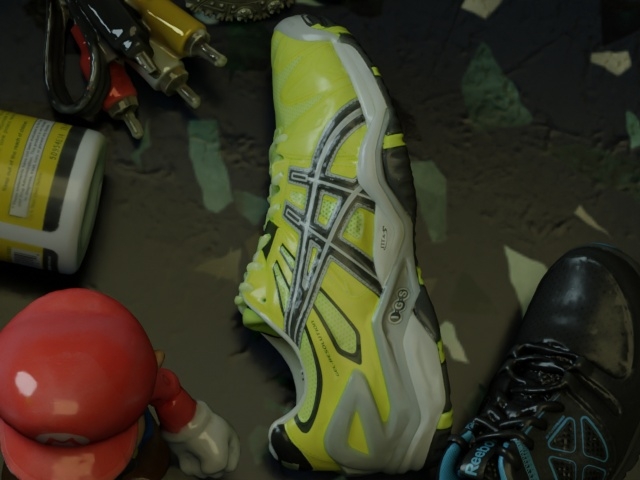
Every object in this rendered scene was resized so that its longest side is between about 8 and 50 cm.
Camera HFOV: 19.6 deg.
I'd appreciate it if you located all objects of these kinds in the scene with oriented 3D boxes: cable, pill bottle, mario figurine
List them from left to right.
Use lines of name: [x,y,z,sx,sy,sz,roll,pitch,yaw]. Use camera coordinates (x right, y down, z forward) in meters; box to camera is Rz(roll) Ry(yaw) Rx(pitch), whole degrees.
pill bottle: [-0.284,-0.050,1.480,0.208,0.119,0.119,13,75,-2]
mario figurine: [-0.175,0.156,1.330,0.170,0.320,0.198,42,77,7]
cable: [-0.204,-0.211,1.577,0.139,0.072,0.287,-38,67,10]

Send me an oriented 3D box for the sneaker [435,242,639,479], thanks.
sneaker: [0.171,0.154,1.430,0.125,0.139,0.341,6,73,37]

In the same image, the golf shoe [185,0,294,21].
golf shoe: [-0.040,-0.243,1.590,0.176,0.069,0.086,-14,57,-11]

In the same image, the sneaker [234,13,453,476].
sneaker: [0.000,0.000,1.479,0.147,0.145,0.385,-10,75,-8]
